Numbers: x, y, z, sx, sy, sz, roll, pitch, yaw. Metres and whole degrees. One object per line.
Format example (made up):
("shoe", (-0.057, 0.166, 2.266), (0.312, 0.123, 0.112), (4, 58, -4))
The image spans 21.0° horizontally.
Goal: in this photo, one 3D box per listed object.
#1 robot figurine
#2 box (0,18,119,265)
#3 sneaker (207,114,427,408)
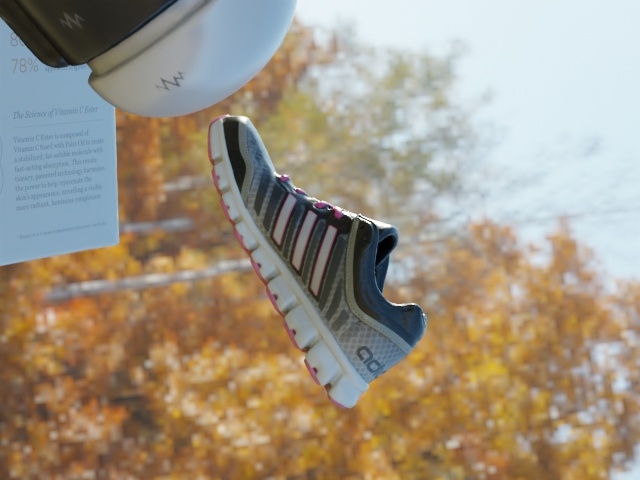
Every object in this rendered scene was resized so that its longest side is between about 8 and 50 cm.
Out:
("robot figurine", (-0.135, -0.213, 1.128), (0.278, 0.173, 0.209), (51, -14, -16))
("box", (-0.306, -0.157, 1.467), (0.168, 0.215, 0.345), (5, -81, 34))
("sneaker", (0.000, 0.000, 0.900), (0.170, 0.075, 0.063), (61, 0, 18))
